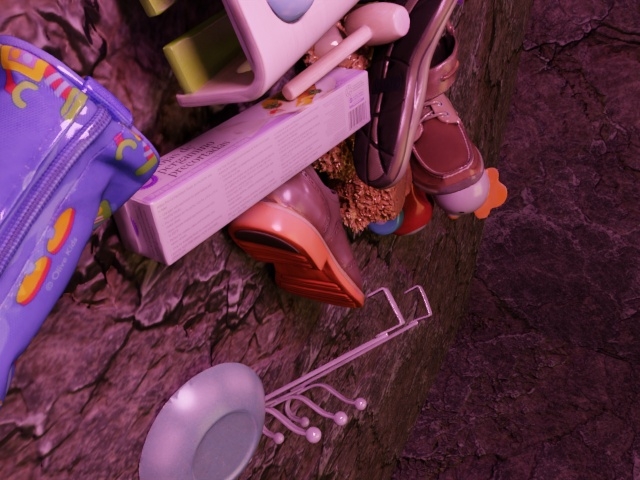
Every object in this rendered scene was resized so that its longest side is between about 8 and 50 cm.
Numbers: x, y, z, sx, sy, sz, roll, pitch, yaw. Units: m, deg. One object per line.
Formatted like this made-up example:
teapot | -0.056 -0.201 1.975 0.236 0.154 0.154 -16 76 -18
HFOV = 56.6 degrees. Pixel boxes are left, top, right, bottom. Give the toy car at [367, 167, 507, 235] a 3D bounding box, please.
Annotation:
toy car | 0.241 -0.092 1.176 0.219 0.238 0.210 -23 127 -63

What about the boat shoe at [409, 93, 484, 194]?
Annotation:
boat shoe | 0.173 -0.190 0.989 0.116 0.123 0.324 59 8 -36

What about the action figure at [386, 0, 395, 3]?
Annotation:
action figure | 0.117 -0.329 0.911 0.137 0.063 0.232 -72 160 -49

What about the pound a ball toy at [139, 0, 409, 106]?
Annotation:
pound a ball toy | -0.002 -0.222 0.534 0.319 0.135 0.208 -54 133 -39

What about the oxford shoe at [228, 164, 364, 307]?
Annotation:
oxford shoe | 0.000 0.000 0.807 0.364 0.130 0.133 59 44 -64

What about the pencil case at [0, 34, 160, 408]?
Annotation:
pencil case | -0.202 0.037 0.319 0.119 0.133 0.306 42 63 -42

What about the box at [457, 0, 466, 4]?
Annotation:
box | 0.294 -0.639 1.142 0.201 0.057 0.293 -56 153 -39

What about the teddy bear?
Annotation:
teddy bear | 0.046 -0.176 0.840 0.338 0.113 0.245 58 46 -53

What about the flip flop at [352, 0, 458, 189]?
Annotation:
flip flop | 0.116 -0.192 0.704 0.080 0.112 0.277 12 94 -30

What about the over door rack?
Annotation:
over door rack | 0.035 0.206 0.894 0.324 0.108 0.239 -43 164 12

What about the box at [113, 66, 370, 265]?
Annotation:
box | -0.060 -0.092 0.593 0.324 0.063 0.067 -42 136 -39

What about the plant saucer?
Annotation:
plant saucer | -0.126 0.246 0.722 0.195 0.037 0.195 -26 126 -43

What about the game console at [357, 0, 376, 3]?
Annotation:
game console | 0.156 -0.469 0.662 0.386 0.060 0.342 -22 136 -21
